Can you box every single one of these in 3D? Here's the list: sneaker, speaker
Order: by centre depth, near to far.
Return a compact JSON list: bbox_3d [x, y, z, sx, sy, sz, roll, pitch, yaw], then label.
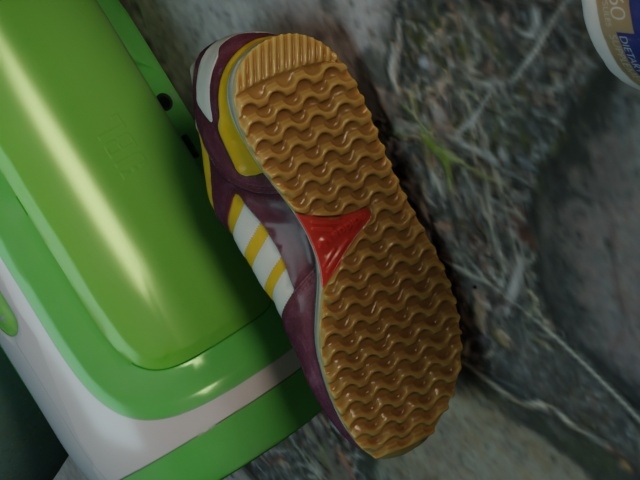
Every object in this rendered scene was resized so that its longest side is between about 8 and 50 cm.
[{"bbox_3d":[0.000,0.000,0.790,0.084,0.070,0.185,15,125,65],"label":"sneaker"},{"bbox_3d":[-0.117,-0.024,0.877,0.296,0.131,0.131,59,153,-1],"label":"speaker"}]

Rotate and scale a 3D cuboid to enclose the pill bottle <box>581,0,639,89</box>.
[{"bbox_3d":[0.130,-0.065,0.489,0.120,0.067,0.067,15,131,54],"label":"pill bottle"}]

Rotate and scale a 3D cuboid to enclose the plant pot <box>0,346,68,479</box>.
[{"bbox_3d":[-0.218,0.028,1.000,0.195,0.290,0.290,-31,91,31],"label":"plant pot"}]
